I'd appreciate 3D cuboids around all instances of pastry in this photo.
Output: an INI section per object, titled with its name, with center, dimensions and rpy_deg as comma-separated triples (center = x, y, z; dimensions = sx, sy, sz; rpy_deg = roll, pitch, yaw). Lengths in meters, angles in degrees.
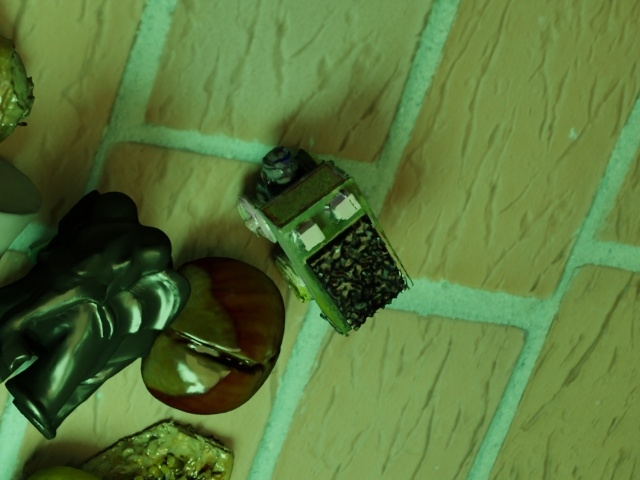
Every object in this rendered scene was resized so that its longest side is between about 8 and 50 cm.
[pastry]
center = -0.405, -0.172, 1.671
dimensions = 0.153, 0.081, 0.153
rpy_deg = -8, 120, -14

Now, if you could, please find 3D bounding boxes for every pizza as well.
[pizza]
center = -0.216, 0.328, 2.040
dimensions = 0.226, 0.069, 0.147
rpy_deg = 32, 99, -36

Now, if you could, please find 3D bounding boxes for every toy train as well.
[toy train]
center = 0.000, 0.000, 1.915
dimensions = 0.134, 0.177, 0.261
rpy_deg = -37, 127, -7

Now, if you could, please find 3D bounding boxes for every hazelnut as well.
[hazelnut]
center = -0.132, 0.130, 1.914
dimensions = 0.181, 0.181, 0.212
rpy_deg = 24, 92, -14

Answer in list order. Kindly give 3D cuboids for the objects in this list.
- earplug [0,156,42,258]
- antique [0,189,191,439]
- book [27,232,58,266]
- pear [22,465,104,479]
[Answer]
[earplug]
center = -0.466, 0.046, 1.710
dimensions = 0.172, 0.172, 0.301
rpy_deg = 18, 110, -34
[antique]
center = -0.292, 0.083, 1.737
dimensions = 0.255, 0.185, 0.322
rpy_deg = -41, 171, -14
[book]
center = -0.310, 0.045, 1.872
dimensions = 0.103, 0.017, 0.135
rpy_deg = -30, 126, -14
[pear]
center = -0.340, 0.384, 1.928
dimensions = 0.267, 0.267, 0.178
rpy_deg = -28, 106, -13
